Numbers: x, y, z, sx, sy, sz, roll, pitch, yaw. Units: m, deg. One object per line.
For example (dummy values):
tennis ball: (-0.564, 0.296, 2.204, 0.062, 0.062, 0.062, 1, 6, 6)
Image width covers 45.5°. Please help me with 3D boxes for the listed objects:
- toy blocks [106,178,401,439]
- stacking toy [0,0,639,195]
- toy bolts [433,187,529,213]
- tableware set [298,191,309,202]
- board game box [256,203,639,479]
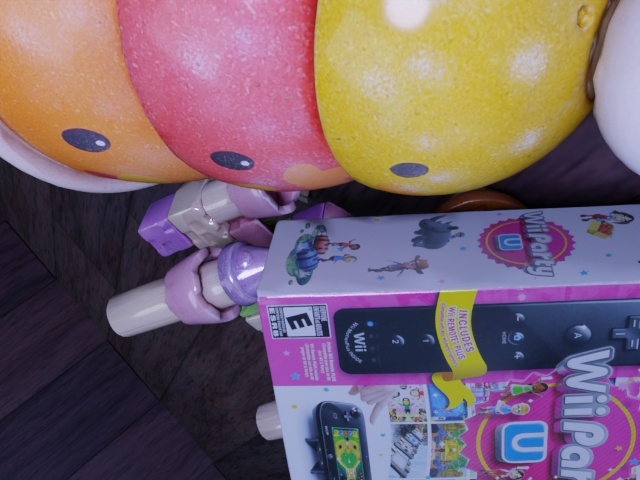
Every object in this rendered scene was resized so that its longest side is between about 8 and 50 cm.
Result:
toy blocks: (0.000, 0.000, 0.767, 0.260, 0.308, 0.288, -20, 133, 31)
stacking toy: (0.038, -0.136, 0.418, 0.480, 0.350, 0.350, 23, 143, 31)
toy bolts: (0.200, 0.059, 0.659, 0.218, 0.158, 0.228, -3, 121, 9)
tableware set: (-0.067, -0.122, 0.904, 0.141, 0.020, 0.168, 36, 149, 26)
board game box: (0.125, 0.097, 0.541, 0.304, 0.097, 0.224, -4, 120, 8)
